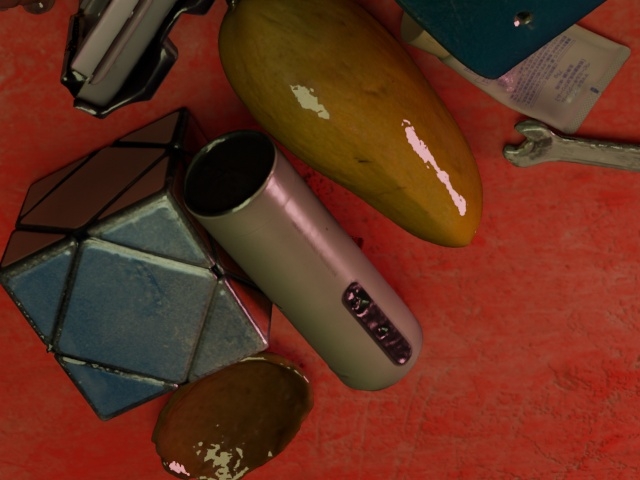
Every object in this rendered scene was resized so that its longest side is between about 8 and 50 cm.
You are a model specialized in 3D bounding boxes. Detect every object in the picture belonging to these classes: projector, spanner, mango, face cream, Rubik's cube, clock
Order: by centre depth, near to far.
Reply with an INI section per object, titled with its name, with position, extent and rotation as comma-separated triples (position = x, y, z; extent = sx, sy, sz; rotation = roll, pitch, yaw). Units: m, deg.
[clock]
position = -0.157, -0.248, 1.761
extent = 0.083, 0.186, 0.253
rotation = 28, 117, -18
[mango]
position = 0.034, -0.134, 1.813
extent = 0.142, 0.195, 0.331
rotation = -35, 124, 24
[face cream]
position = 0.191, -0.189, 1.860
extent = 0.224, 0.070, 0.114
rotation = 20, 122, -22
[projector]
position = -0.013, 0.026, 1.866
extent = 0.108, 0.108, 0.337
rotation = -25, 136, 15
[Rubik's cube]
position = -0.181, 0.024, 1.898
extent = 0.205, 0.207, 0.205
rotation = -25, 116, 14
[spanner]
position = 0.339, -0.084, 1.917
extent = 0.302, 0.017, 0.071
rotation = 8, 137, -3

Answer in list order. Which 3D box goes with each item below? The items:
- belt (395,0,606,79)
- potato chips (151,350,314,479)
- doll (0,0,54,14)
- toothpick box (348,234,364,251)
[belt]
position = 0.076, -0.345, 1.633
extent = 0.173, 0.300, 0.436
rotation = -34, 110, 17
[potato chips]
position = -0.101, 0.194, 2.078
extent = 0.150, 0.049, 0.202
rotation = 26, 115, -16
[doll]
position = -0.307, -0.297, 1.756
extent = 0.211, 0.093, 0.262
rotation = -23, 146, 10
[toothpick box]
position = 0.000, 0.000, 1.969
extent = 0.083, 0.047, 0.047
rotation = 28, 116, -12
